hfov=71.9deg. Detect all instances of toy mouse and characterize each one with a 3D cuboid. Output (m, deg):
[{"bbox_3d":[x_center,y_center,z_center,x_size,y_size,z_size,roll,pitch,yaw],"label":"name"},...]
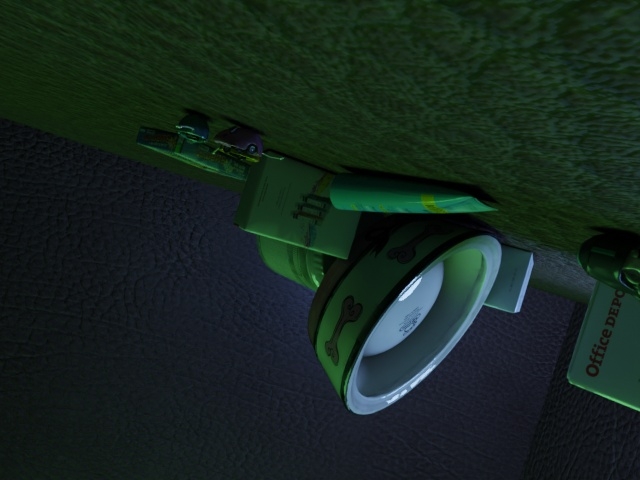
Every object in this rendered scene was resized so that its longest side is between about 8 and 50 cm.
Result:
[{"bbox_3d":[-0.126,-0.133,0.559,0.161,0.031,0.143,17,-179,30],"label":"toy mouse"}]

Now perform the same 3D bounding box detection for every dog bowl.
[{"bbox_3d":[0.151,0.123,0.837,0.150,0.407,0.408,39,-167,35],"label":"dog bowl"}]

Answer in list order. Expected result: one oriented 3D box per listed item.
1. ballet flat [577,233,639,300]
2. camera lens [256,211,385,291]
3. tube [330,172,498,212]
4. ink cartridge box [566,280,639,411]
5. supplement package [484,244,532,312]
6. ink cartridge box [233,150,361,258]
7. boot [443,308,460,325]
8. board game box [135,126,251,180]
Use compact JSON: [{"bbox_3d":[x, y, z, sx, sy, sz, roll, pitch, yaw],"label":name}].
[{"bbox_3d":[0.391,0.046,0.497,0.203,0.074,0.074,19,180,-13],"label":"ballet flat"},{"bbox_3d":[0.000,0.000,1.010,0.220,0.219,0.274,17,180,-38],"label":"camera lens"},{"bbox_3d":[0.109,-0.056,0.561,0.207,0.052,0.080,10,-175,38],"label":"tube"},{"bbox_3d":[0.565,0.172,0.667,0.289,0.210,0.122,19,-177,37],"label":"ink cartridge box"},{"bbox_3d":[0.418,0.088,1.052,0.134,0.138,0.244,17,179,27],"label":"supplement package"},{"bbox_3d":[-0.035,-0.056,0.732,0.176,0.127,0.128,18,179,-20],"label":"ink cartridge box"},{"bbox_3d":[0.284,0.131,1.062,0.197,0.073,0.152,51,-161,17],"label":"boot"},{"bbox_3d":[-0.250,-0.173,0.905,0.136,0.035,0.201,18,-179,30],"label":"board game box"}]
